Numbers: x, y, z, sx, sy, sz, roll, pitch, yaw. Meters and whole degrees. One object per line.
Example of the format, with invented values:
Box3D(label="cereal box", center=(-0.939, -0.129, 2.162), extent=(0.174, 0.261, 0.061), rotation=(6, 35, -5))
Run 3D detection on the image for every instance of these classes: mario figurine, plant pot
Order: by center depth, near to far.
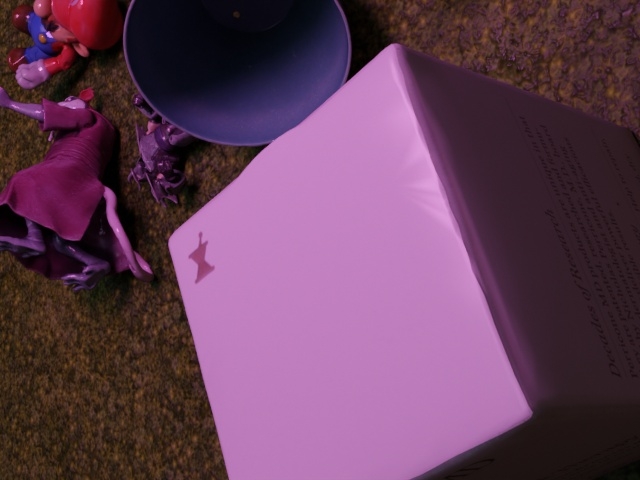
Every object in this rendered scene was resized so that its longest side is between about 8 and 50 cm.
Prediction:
Box3D(label="plant pot", center=(-0.103, -0.299, 1.378), extent=(0.290, 0.290, 0.195), rotation=(-46, 25, 31))
Box3D(label="mario figurine", center=(-0.482, -0.390, 1.806), extent=(0.321, 0.170, 0.198), rotation=(-7, 114, 52))

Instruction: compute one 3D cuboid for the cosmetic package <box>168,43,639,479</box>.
Box3D(label="cosmetic package", center=(0.132, 0.075, 0.969), extent=(0.329, 0.394, 0.327), rotation=(-37, 60, 36))

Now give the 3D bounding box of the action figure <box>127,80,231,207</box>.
Box3D(label="action figure", center=(-0.226, -0.174, 1.578), extent=(0.285, 0.099, 0.185), rotation=(-44, 65, 37))

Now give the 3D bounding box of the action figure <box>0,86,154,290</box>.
Box3D(label="action figure", center=(-0.403, -0.122, 1.681), extent=(0.276, 0.248, 0.370), rotation=(-3, 53, 13))
